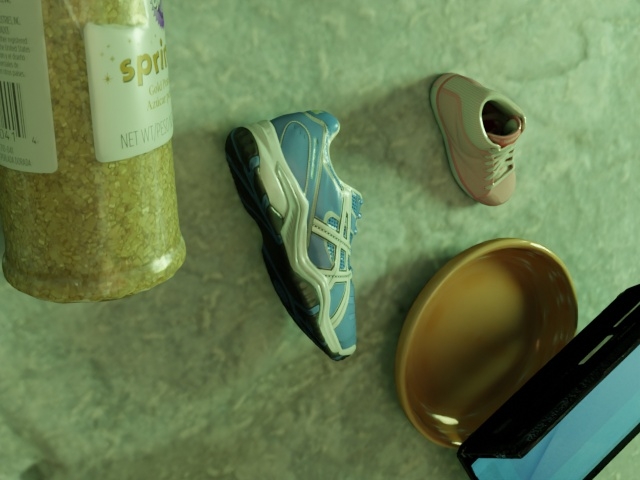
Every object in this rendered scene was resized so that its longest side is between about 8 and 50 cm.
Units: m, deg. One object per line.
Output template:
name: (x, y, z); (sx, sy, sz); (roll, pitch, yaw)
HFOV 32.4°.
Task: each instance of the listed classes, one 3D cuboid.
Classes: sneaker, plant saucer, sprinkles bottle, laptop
sneaker: (0.000, 0.000, 0.833); (0.081, 0.080, 0.211); (-27, 121, -18)
sneaker: (0.140, -0.074, 0.900); (0.051, 0.070, 0.134); (-40, 125, -16)
plant saucer: (0.145, 0.089, 0.985); (0.200, 0.037, 0.200); (-12, 114, -29)
sprinkles bottle: (-0.152, -0.144, 0.658); (0.121, 0.121, 0.355); (-14, 115, -28)
laptop: (0.251, 0.157, 0.969); (0.234, 0.264, 0.136); (-41, 88, -14)
